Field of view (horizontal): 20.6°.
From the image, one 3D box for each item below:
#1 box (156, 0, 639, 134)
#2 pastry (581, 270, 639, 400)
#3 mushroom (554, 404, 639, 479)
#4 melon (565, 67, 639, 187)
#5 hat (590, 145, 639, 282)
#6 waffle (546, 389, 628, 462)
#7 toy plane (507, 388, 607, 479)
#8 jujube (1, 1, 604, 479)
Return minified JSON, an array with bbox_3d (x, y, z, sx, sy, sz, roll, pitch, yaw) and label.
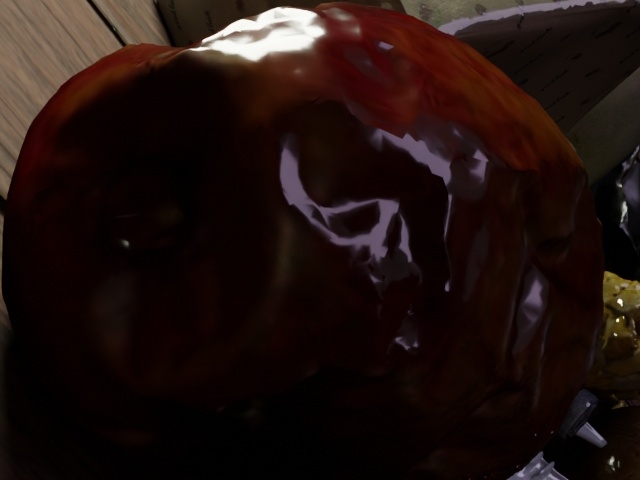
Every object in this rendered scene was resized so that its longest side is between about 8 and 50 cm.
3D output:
[{"bbox_3d":[0.075,-0.168,1.240,0.297,0.225,0.190,-13,70,-40],"label":"box"},{"bbox_3d":[0.207,0.070,1.458,0.154,0.250,0.102,14,92,-45],"label":"pastry"},{"bbox_3d":[0.265,0.256,1.432,0.253,0.153,0.253,23,62,-55],"label":"mushroom"},{"bbox_3d":[0.176,-0.163,1.584,0.268,0.330,0.268,37,-23,19],"label":"melon"},{"bbox_3d":[0.268,0.025,1.867,0.382,0.257,0.366,1,81,-32],"label":"hat"},{"bbox_3d":[0.228,0.135,1.591,0.191,0.038,0.191,168,-90,-70],"label":"waffle"},{"bbox_3d":[0.120,0.130,1.281,0.251,0.101,0.255,41,26,19],"label":"toy plane"},{"bbox_3d":[0.004,0.015,0.918,0.377,0.276,0.276,10,55,-66],"label":"jujube"}]
